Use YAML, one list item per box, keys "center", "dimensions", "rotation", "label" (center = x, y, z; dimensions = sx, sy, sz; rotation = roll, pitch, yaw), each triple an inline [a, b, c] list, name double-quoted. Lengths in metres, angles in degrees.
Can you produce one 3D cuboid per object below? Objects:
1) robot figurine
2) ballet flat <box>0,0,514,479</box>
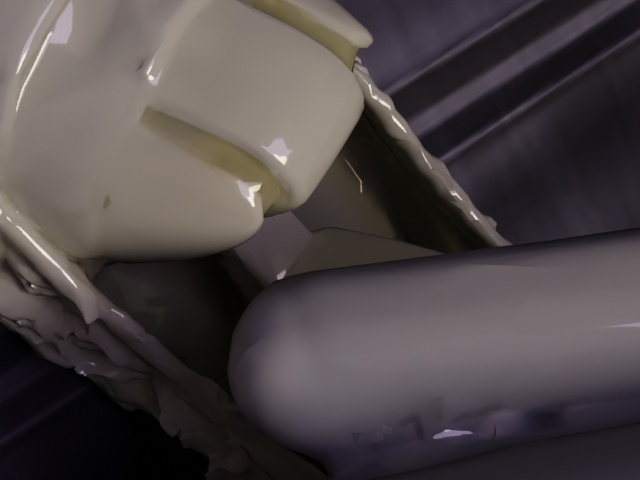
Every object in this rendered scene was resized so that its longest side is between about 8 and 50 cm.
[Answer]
- center: [0.068, 0.140, 0.431]
  dimensions: [0.353, 0.200, 0.300]
  rotation: [-13, 71, -5]
  label: "robot figurine"
- center: [0.000, 0.000, 0.546]
  dimensions: [0.409, 0.147, 0.147]
  rotation: [45, 68, -22]
  label: "ballet flat"
